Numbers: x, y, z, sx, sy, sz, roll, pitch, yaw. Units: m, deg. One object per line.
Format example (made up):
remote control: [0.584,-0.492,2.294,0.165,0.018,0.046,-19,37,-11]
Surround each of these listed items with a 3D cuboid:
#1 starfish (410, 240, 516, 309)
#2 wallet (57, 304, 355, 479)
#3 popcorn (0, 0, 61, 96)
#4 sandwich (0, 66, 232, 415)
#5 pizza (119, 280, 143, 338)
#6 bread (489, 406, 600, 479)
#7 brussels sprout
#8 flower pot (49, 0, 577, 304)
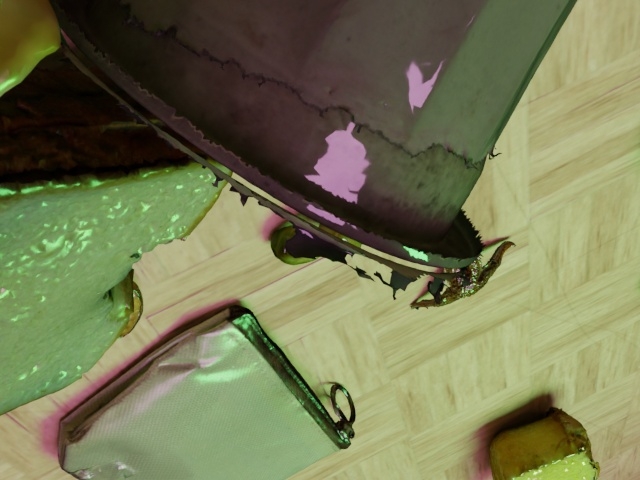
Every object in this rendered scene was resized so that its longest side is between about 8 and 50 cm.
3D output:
starfish: [0.153,0.048,0.985,0.133,0.041,0.130,17,126,-46]
wallet: [-0.117,0.206,0.983,0.275,0.068,0.335,-34,139,0]
popcorn: [-0.237,-0.133,0.303,0.276,0.276,0.225,-20,143,-13]
sandwich: [-0.194,0.012,0.594,0.273,0.095,0.249,-52,161,28]
pizza: [-0.173,0.060,0.793,0.037,0.016,0.083,-11,145,-26]
bread: [0.345,0.361,1.437,0.160,0.147,0.260,-19,139,1]
brussels sprout: [-0.001,0.000,0.810,0.083,0.046,0.051,-21,-174,-11]
flower pot: [0.036,-0.151,0.478,0.290,0.290,0.259,19,112,-47]
